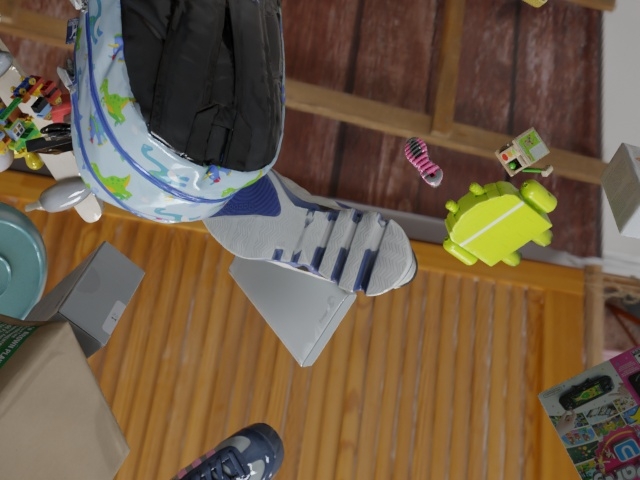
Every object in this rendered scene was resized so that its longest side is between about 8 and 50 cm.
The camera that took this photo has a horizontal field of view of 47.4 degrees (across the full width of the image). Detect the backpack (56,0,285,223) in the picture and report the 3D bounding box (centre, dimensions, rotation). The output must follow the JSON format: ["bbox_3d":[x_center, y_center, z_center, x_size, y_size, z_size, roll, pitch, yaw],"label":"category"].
[{"bbox_3d":[-0.172,-0.197,0.897,0.273,0.290,0.356,-41,-129,29],"label":"backpack"}]

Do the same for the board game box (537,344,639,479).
[{"bbox_3d":[0.550,0.358,1.260,0.097,0.224,0.303,49,15,-43],"label":"board game box"}]

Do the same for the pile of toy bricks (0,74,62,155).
[{"bbox_3d":[-0.590,-0.224,1.447,0.212,0.118,0.105,-61,153,-29],"label":"pile of toy bricks"}]

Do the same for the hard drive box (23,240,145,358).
[{"bbox_3d":[-0.412,0.135,1.178,0.232,0.089,0.181,-36,-158,30],"label":"hard drive box"}]

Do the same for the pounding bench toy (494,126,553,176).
[{"bbox_3d":[0.349,-0.137,1.243,0.083,0.052,0.065,56,-25,2],"label":"pounding bench toy"}]

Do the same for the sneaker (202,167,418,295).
[{"bbox_3d":[0.001,0.000,0.998,0.128,0.315,0.182,-66,154,-1],"label":"sneaker"}]

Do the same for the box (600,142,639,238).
[{"bbox_3d":[0.614,-0.085,1.352,0.171,0.130,0.091,-84,-171,-47],"label":"box"}]

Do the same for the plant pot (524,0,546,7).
[{"bbox_3d":[0.467,-0.559,1.600,0.082,0.081,0.083,-60,176,-1],"label":"plant pot"}]

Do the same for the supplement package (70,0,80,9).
[{"bbox_3d":[-0.280,-0.462,1.018,0.149,0.203,0.194,52,-30,31],"label":"supplement package"}]

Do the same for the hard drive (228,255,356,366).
[{"bbox_3d":[-0.070,0.090,1.570,0.307,0.040,0.203,48,-60,33],"label":"hard drive"}]

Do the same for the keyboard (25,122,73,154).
[{"bbox_3d":[-0.354,-0.199,1.256,0.201,0.317,0.033,-59,135,-85],"label":"keyboard"}]

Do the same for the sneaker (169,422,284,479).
[{"bbox_3d":[-0.196,0.428,1.254,0.319,0.112,0.131,-43,164,25],"label":"sneaker"}]

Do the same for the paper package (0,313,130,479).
[{"bbox_3d":[-0.432,0.304,0.952,0.325,0.168,0.310,-62,153,-46],"label":"paper package"}]

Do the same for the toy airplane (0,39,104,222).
[{"bbox_3d":[-0.630,-0.239,1.597,0.272,0.386,0.384,-52,175,-39],"label":"toy airplane"}]

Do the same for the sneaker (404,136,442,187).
[{"bbox_3d":[0.210,-0.155,1.478,0.119,0.047,0.057,64,10,22],"label":"sneaker"}]

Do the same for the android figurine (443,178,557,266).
[{"bbox_3d":[0.377,-0.037,1.562,0.248,0.272,0.056,-39,-139,28],"label":"android figurine"}]

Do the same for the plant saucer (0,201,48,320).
[{"bbox_3d":[-0.698,0.075,1.517,0.317,0.043,0.318,-22,117,-51],"label":"plant saucer"}]
